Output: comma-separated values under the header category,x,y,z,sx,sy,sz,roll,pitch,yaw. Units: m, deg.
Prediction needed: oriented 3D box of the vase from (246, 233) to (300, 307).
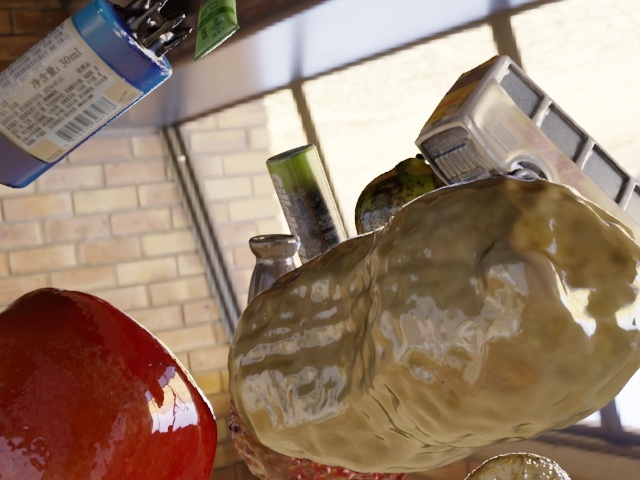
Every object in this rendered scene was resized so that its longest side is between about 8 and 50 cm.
category,x,y,z,sx,sy,sz,roll,pitch,yaw
vase,-0.037,0.046,0.813,0.053,0.100,0.053,-3,-172,0

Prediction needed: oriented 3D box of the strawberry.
category,x,y,z,sx,sy,sz,roll,pitch,yaw
strawberry,-0.001,0.268,1.363,0.292,0.292,0.343,-6,-177,29

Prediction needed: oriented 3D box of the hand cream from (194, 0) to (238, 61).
category,x,y,z,sx,sy,sz,roll,pitch,yaw
hand cream,-0.174,-0.368,1.618,0.095,0.046,0.175,-32,-148,19

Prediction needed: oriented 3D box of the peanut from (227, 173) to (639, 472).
category,x,y,z,sx,sy,sz,roll,pitch,yaw
peanut,0.064,0.053,0.538,0.159,0.143,0.291,-3,164,-31

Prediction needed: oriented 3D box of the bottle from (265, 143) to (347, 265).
category,x,y,z,sx,sy,sz,roll,pitch,yaw
bottle,0.000,0.000,1.698,0.093,0.330,0.093,-19,-168,4

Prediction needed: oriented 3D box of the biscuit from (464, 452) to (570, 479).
category,x,y,z,sx,sy,sz,roll,pitch,yaw
biscuit,0.253,0.383,1.274,0.220,0.219,0.033,-7,-173,-22

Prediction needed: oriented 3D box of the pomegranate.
category,x,y,z,sx,sy,sz,roll,pitch,yaw
pomegranate,0.166,-0.005,1.552,0.222,0.204,0.276,-3,-139,10

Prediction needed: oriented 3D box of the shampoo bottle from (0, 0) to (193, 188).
category,x,y,z,sx,sy,sz,roll,pitch,yaw
shampoo bottle,-0.175,-0.112,0.691,0.183,0.050,0.087,-35,146,11

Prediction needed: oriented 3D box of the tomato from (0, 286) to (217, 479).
category,x,y,z,sx,sy,sz,roll,pitch,yaw
tomato,-0.270,0.219,1.083,0.290,0.293,0.325,14,149,21

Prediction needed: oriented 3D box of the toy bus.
category,x,y,z,sx,sy,sz,roll,pitch,yaw
toy bus,0.249,-0.028,0.976,0.138,0.342,0.097,-58,-164,-25
